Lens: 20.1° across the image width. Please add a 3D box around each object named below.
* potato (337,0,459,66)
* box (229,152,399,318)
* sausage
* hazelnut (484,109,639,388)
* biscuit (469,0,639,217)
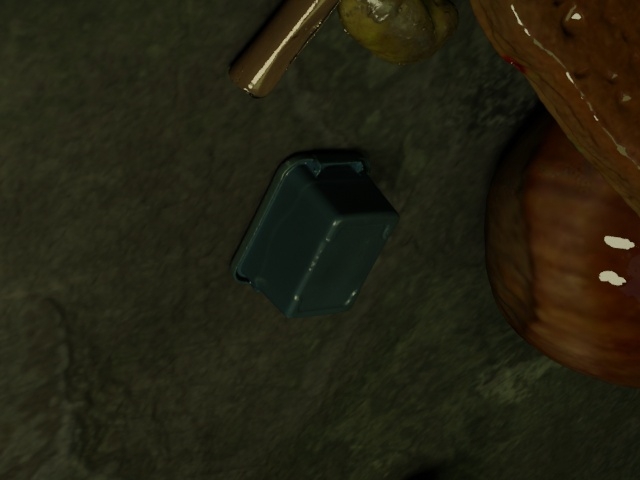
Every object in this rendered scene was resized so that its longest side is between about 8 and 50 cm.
[{"bbox_3d":[0.043,-0.122,0.999,0.092,0.045,0.046,13,84,-55],"label":"potato"},{"bbox_3d":[0.000,0.000,1.090,0.074,0.054,0.099,-6,134,-45],"label":"box"},{"bbox_3d":[-0.006,-0.127,0.959,0.116,0.026,0.026,-52,146,15],"label":"sausage"},{"bbox_3d":[0.208,-0.002,1.172,0.176,0.214,0.214,-53,160,-38],"label":"hazelnut"},{"bbox_3d":[0.223,-0.147,1.050,0.277,0.052,0.262,44,70,-24],"label":"biscuit"}]
